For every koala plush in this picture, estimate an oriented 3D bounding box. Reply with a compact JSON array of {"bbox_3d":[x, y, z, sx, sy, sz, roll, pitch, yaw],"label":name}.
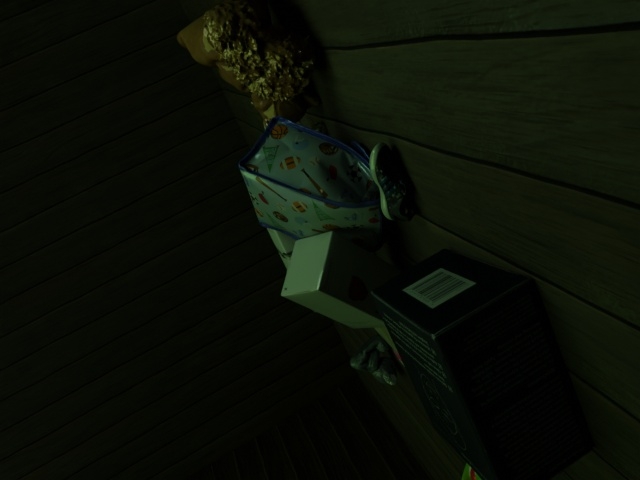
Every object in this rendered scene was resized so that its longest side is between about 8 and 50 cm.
[{"bbox_3d":[0.276,0.593,2.392,0.221,0.203,0.196,49,170,4],"label":"koala plush"}]

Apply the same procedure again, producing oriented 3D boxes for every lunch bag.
[{"bbox_3d":[0.012,-0.128,1.403,0.385,0.239,0.328,25,160,17],"label":"lunch bag"}]

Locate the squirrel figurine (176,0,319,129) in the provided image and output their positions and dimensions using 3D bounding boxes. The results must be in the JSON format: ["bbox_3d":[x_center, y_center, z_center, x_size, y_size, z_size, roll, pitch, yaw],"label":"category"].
[{"bbox_3d":[-0.164,-0.461,1.358,0.370,0.281,0.397,58,175,-24],"label":"squirrel figurine"}]

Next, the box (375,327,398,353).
[{"bbox_3d":[0.230,0.224,1.605,0.121,0.148,0.311,66,169,-23],"label":"box"}]

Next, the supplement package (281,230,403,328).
[{"bbox_3d":[0.067,0.122,1.440,0.293,0.178,0.175,28,154,-32],"label":"supplement package"}]

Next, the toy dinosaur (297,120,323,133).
[{"bbox_3d":[-0.032,-0.284,1.628,0.295,0.127,0.200,31,158,49],"label":"toy dinosaur"}]

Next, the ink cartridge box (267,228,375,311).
[{"bbox_3d":[0.000,0.000,1.743,0.395,0.285,0.166,65,169,-22],"label":"ink cartridge box"}]

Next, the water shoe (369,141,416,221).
[{"bbox_3d":[0.173,-0.133,1.146,0.080,0.073,0.203,16,140,39],"label":"water shoe"}]

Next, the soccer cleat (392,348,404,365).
[{"bbox_3d":[0.319,0.402,1.729,0.331,0.116,0.143,61,171,1],"label":"soccer cleat"}]

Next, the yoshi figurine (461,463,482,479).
[{"bbox_3d":[0.483,0.556,1.289,0.362,0.203,0.203,42,-123,-75],"label":"yoshi figurine"}]

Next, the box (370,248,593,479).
[{"bbox_3d":[0.313,0.254,1.019,0.395,0.212,0.293,65,170,-16],"label":"box"}]
